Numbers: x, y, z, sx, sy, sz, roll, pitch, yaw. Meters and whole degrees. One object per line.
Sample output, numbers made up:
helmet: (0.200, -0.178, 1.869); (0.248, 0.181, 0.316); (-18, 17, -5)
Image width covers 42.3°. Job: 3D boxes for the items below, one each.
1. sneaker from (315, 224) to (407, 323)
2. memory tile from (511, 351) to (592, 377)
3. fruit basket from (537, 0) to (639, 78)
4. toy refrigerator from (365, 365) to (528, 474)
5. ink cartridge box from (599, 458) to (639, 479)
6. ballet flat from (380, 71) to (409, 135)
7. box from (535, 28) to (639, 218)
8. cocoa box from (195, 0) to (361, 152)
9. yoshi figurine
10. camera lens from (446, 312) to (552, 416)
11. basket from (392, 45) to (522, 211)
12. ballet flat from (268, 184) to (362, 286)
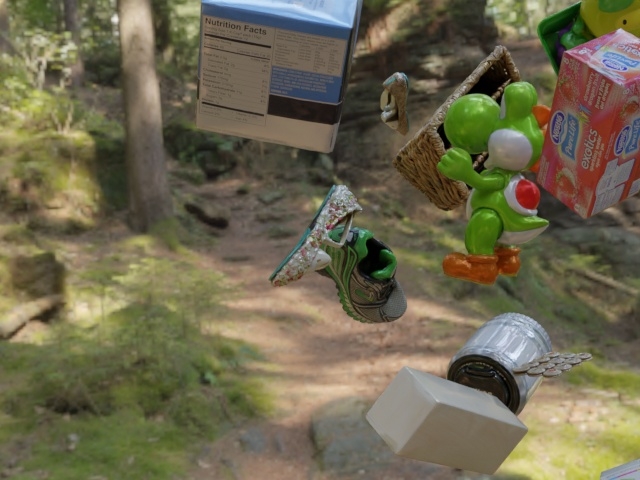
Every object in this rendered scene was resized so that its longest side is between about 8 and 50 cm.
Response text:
sneaker: (0.106, 0.084, 1.764); (0.146, 0.134, 0.343); (6, -26, 35)
memory tile: (0.472, 0.252, 1.687); (0.148, 0.012, 0.113); (-15, 6, -39)
fruit basket: (0.746, -0.530, 2.062); (0.392, 0.283, 0.392); (-26, 7, 3)
toy refrigerator: (0.198, 0.279, 1.273); (0.269, 0.102, 0.094); (24, 15, -45)
ink cartridge box: (0.460, 0.413, 1.208); (0.109, 0.062, 0.209); (-36, 8, 37)
ballet flat: (0.177, -0.325, 2.023); (0.067, 0.073, 0.206); (-26, -36, -11)
box: (0.442, -0.180, 1.293); (0.128, 0.256, 0.122); (-24, 48, -23)
cocoa box: (-0.055, -0.348, 1.357); (0.232, 0.347, 0.228); (10, -48, 0)
yoshi figurine: (0.296, -0.115, 1.517); (0.203, 0.362, 0.203); (5, 14, -12)
camera lens: (0.479, 0.338, 2.207); (0.219, 0.219, 0.274); (-9, 16, 38)
basket: (0.343, -0.226, 1.798); (0.299, 0.213, 0.223); (-48, 1, -24)
ballet flat: (0.000, 0.000, 1.476); (0.077, 0.241, 0.091); (36, -24, -3)
